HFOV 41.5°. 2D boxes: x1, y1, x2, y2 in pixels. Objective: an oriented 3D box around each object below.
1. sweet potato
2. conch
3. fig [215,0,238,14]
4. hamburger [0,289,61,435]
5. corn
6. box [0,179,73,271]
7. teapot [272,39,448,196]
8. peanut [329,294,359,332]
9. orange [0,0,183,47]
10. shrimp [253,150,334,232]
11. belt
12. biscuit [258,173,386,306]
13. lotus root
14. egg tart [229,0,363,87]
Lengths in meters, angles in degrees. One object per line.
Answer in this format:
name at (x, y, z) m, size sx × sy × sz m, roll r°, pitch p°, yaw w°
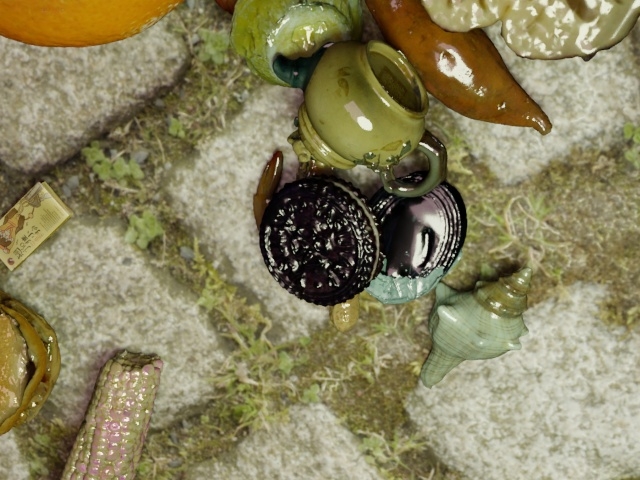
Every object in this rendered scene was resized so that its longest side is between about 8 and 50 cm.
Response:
sweet potato at (0.168, -0.254, 1.144) m, size 0.359 × 0.112 × 0.112 m, roll 38°, pitch 105°, yaw -1°
conch at (0.211, 0.115, 1.211) m, size 0.234 × 0.114 × 0.137 m, roll -30°, pitch 82°, yaw 19°
fig at (-0.108, -0.352, 1.157) m, size 0.119 × 0.153 × 0.119 m, roll 2°, pitch 128°, yaw 3°
hamburger at (-0.525, 0.186, 1.323) m, size 0.245 × 0.163 × 0.244 m, roll 1°, pitch 94°, yaw 12°
corn at (-0.338, 0.332, 1.339) m, size 0.127 × 0.126 × 0.335 m, roll 22°, pitch 103°, yaw 5°
box at (-0.466, -0.022, 1.340) m, size 0.149 × 0.020 × 0.073 m, roll -42°, pitch 93°, yaw 15°
teapot at (0.047, -0.154, 1.117) m, size 0.183 × 0.173 × 0.269 m, roll -35°, pitch 107°, yaw 33°
peanut at (0.037, 0.083, 1.260) m, size 0.054 × 0.054 × 0.113 m, roll 4°, pitch 99°, yaw 9°
orange at (-0.327, -0.447, 1.076) m, size 0.424 × 0.326 × 0.423 m, roll 0°, pitch 85°, yaw 0°
shrimp at (-0.036, -0.075, 1.251) m, size 0.133 × 0.053 × 0.236 m, roll 11°, pitch 108°, yaw 28°
belt at (0.128, 0.000, 1.212) m, size 0.151 × 0.078 × 0.198 m, roll 29°, pitch 105°, yaw 12°
biscuit at (0.000, 0.000, 1.193) m, size 0.195 × 0.053 × 0.194 m, roll 9°, pitch 110°, yaw 27°
lotus root at (0.260, -0.366, 1.049) m, size 0.316 × 0.250 × 0.316 m, roll 5°, pitch 113°, yaw 13°
egg tart at (-0.021, -0.280, 1.144) m, size 0.197 × 0.078 × 0.197 m, roll -13°, pitch 134°, yaw -13°
